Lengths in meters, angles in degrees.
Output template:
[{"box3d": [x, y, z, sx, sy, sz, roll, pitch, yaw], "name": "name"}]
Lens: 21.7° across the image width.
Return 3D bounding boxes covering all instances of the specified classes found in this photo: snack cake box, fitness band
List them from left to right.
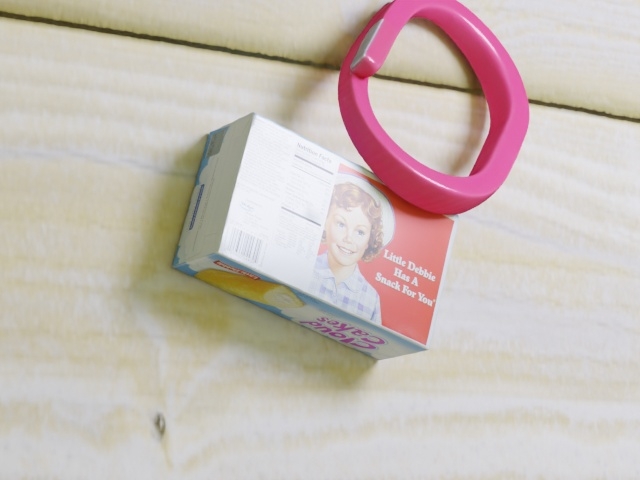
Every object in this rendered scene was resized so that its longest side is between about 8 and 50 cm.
[{"box3d": [0.000, 0.000, 1.658, 0.264, 0.089, 0.152, 26, 66, -28], "name": "snack cake box"}, {"box3d": [0.121, -0.147, 1.748, 0.209, 0.054, 0.291, 44, 40, -12], "name": "fitness band"}]
